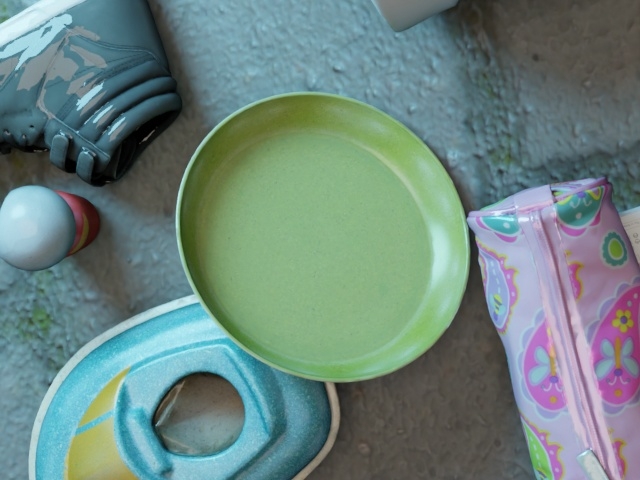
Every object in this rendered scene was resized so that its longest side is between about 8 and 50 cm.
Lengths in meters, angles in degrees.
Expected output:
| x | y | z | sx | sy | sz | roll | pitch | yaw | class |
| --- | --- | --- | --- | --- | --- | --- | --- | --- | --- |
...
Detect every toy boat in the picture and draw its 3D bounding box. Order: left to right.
| x | y | z | sx | sy | sz | roll | pitch | yaw | class |
| --- | --- | --- | --- | --- | --- | --- | --- | --- | --- |
| -0.153 | 0.096 | 1.484 | 0.267 | 0.148 | 0.318 | -33 | 88 | 9 | toy boat |

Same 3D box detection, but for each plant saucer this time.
| x | y | z | sx | sy | sz | roll | pitch | yaw | class |
| --- | --- | --- | --- | --- | --- | --- | --- | --- | --- |
| 0.000 | 0.000 | 1.465 | 0.241 | 0.037 | 0.241 | 6 | 69 | -16 | plant saucer |

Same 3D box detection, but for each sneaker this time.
| x | y | z | sx | sy | sz | roll | pitch | yaw | class |
| --- | --- | --- | --- | --- | --- | --- | --- | --- | --- |
| -0.245 | -0.088 | 1.511 | 0.296 | 0.104 | 0.147 | -31 | 82 | 4 | sneaker |

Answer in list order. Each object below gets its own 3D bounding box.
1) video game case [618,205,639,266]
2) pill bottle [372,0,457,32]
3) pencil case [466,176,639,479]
| x | y | z | sx | sy | sz | roll | pitch | yaw | class |
| --- | --- | --- | --- | --- | --- | --- | --- | --- | --- |
| 0.250 | 0.070 | 1.485 | 0.201 | 0.023 | 0.183 | -18 | 89 | 8 | video game case |
| 0.183 | -0.328 | 1.376 | 0.392 | 0.224 | 0.224 | -28 | 88 | 9 | pill bottle |
| 0.201 | 0.096 | 1.421 | 0.124 | 0.124 | 0.284 | -14 | 89 | 9 | pencil case |
